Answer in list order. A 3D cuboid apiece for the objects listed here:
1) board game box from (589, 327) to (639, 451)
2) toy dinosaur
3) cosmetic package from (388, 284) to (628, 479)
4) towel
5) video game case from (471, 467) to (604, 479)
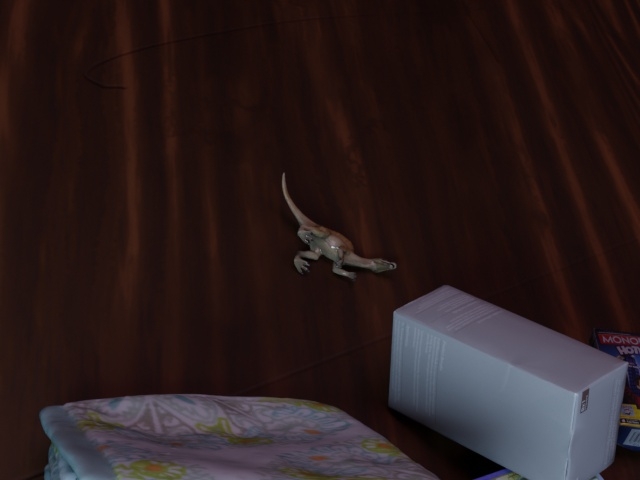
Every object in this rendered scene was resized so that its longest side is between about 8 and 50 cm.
[{"bbox_3d":[0.405,0.166,1.560,0.194,0.060,0.194,8,41,-10],"label":"board game box"},{"bbox_3d":[0.000,0.000,1.617,0.183,0.053,0.093,37,29,10],"label":"toy dinosaur"},{"bbox_3d":[0.189,0.150,1.395,0.238,0.127,0.107,24,32,35],"label":"cosmetic package"},{"bbox_3d":[-0.074,0.208,1.184,0.321,0.090,0.374,3,6,-17],"label":"towel"},{"bbox_3d":[0.210,0.338,1.303,0.270,0.061,0.244,-12,50,-30],"label":"video game case"}]
